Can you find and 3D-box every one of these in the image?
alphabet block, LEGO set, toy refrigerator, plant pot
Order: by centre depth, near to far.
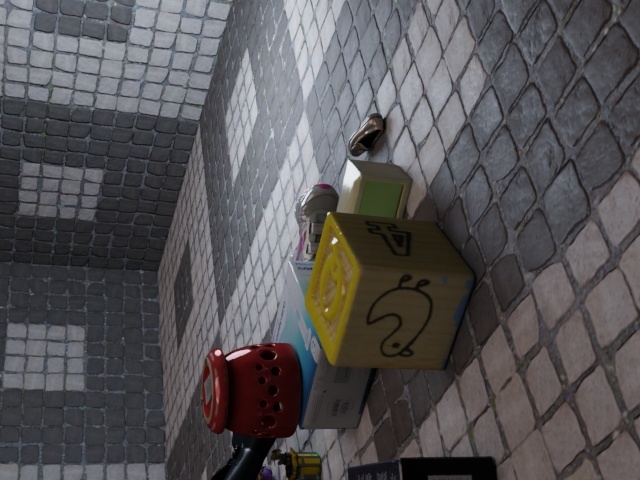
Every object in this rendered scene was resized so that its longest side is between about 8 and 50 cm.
[{"bbox_3d":[0.105,0.081,1.443,0.193,0.197,0.192,-119,38,-58],"label":"alphabet block"},{"bbox_3d":[0.083,-0.007,1.673,0.094,0.102,0.269,-123,42,-60],"label":"toy refrigerator"},{"bbox_3d":[-0.142,0.302,1.775,0.191,0.174,0.191,179,90,-72],"label":"plant pot"},{"bbox_3d":[-0.121,0.613,1.975,0.331,0.192,0.254,123,146,-54],"label":"LEGO set"}]

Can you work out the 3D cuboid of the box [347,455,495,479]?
[{"bbox_3d":[0.146,0.383,1.323,0.207,0.153,0.108,136,135,-64],"label":"box"}]

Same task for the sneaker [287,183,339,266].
[{"bbox_3d":[0.000,0.000,1.935,0.111,0.103,0.252,-125,37,-56],"label":"sneaker"}]

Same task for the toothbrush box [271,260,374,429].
[{"bbox_3d":[0.002,0.207,1.816,0.295,0.126,0.216,-117,35,-56],"label":"toothbrush box"}]

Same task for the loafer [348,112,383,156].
[{"bbox_3d":[0.091,-0.204,1.789,0.125,0.045,0.039,124,139,-50],"label":"loafer"}]

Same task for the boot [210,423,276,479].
[{"bbox_3d":[-0.185,0.506,1.993,0.207,0.094,0.246,-57,4,-31],"label":"boot"}]

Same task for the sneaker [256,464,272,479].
[{"bbox_3d":[-0.164,0.665,2.263,0.104,0.095,0.236,-115,29,-44],"label":"sneaker"}]
